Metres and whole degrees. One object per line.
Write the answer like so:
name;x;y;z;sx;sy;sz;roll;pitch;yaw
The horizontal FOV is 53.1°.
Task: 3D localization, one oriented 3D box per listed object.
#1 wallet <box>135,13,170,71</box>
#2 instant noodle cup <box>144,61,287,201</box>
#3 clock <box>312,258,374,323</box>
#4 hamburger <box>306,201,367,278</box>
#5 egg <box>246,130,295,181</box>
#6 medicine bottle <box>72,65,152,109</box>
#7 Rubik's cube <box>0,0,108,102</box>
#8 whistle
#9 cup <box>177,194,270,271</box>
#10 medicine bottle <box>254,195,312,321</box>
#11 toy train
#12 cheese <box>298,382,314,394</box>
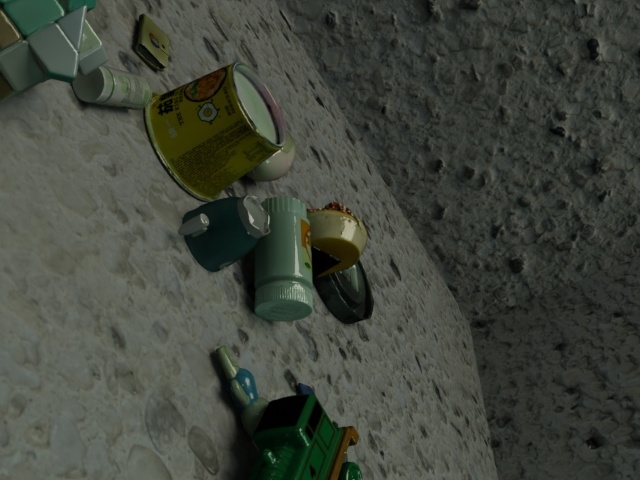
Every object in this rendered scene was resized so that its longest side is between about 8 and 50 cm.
wallet;-0.464;-0.542;1.768;0.110;0.039;0.155;42;29;-41
instant noodle cup;-0.259;-0.298;1.683;0.326;0.254;0.326;51;25;-34
clock;0.067;0.114;2.288;0.386;0.076;0.386;51;23;-32
hamburger;0.000;0.000;1.937;0.227;0.295;0.151;44;39;-37
egg;-0.173;-0.267;1.979;0.183;0.183;0.217;59;31;-17
medicine bottle;-0.467;-0.346;1.454;0.086;0.086;0.183;66;20;3
Rubik's cube;-0.506;-0.375;1.144;0.265;0.224;0.213;-43;111;-25
whistle;-0.165;0.340;1.426;0.236;0.077;0.114;63;4;3
cup;-0.221;-0.030;1.576;0.299;0.173;0.168;11;58;-67
medicine bottle;-0.102;0.046;1.745;0.158;0.158;0.318;38;42;-52
toy train;-0.050;0.493;1.302;0.249;0.178;0.429;63;28;-20
cheese;-0.002;0.489;1.680;0.156;0.064;0.250;41;21;-51
